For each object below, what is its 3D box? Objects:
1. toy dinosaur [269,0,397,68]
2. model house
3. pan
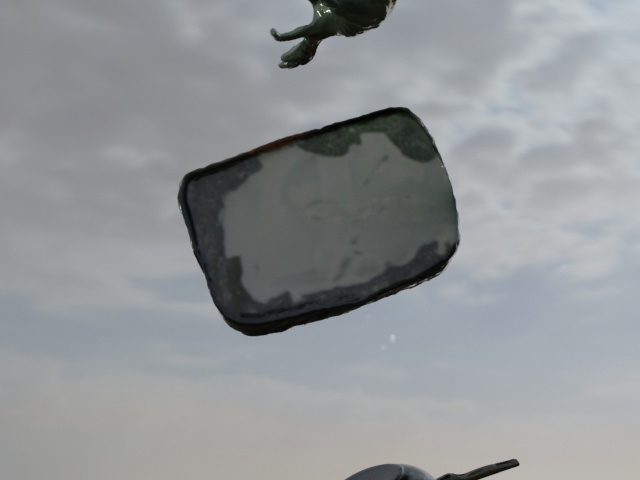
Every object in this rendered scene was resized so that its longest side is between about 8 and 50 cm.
[{"bbox_3d":[0.050,-0.346,1.491,0.393,0.092,0.205,-24,-31,30],"label":"toy dinosaur"},{"bbox_3d":[0.000,0.000,1.247,0.271,0.190,0.301,-20,-8,-5],"label":"model house"},{"bbox_3d":[0.082,0.242,1.105,0.202,0.048,0.128,-25,9,-32],"label":"pan"}]
